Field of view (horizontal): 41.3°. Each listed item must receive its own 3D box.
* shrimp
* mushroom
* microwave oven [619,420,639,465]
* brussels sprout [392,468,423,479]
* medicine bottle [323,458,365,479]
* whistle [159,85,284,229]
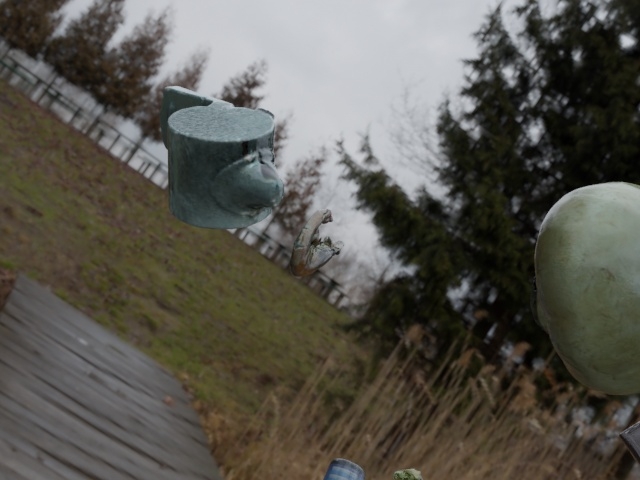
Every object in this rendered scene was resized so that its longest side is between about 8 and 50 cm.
[{"bbox_3d":[0.002,0.001,1.769,0.052,0.143,0.251,21,14,15],"label":"shrimp"},{"bbox_3d":[0.472,0.075,1.345,0.352,0.352,0.260,38,-27,-31],"label":"mushroom"},{"bbox_3d":[0.792,0.447,1.767,0.178,0.247,0.188,52,7,-16],"label":"microwave oven"},{"bbox_3d":[0.219,0.585,2.054,0.085,0.058,0.085,29,29,-18],"label":"brussels sprout"},{"bbox_3d":[0.025,0.560,1.758,0.083,0.203,0.083,17,-34,11],"label":"medicine bottle"},{"bbox_3d":[-0.188,-0.166,1.544,0.188,0.168,0.404,-3,29,-13],"label":"whistle"}]
